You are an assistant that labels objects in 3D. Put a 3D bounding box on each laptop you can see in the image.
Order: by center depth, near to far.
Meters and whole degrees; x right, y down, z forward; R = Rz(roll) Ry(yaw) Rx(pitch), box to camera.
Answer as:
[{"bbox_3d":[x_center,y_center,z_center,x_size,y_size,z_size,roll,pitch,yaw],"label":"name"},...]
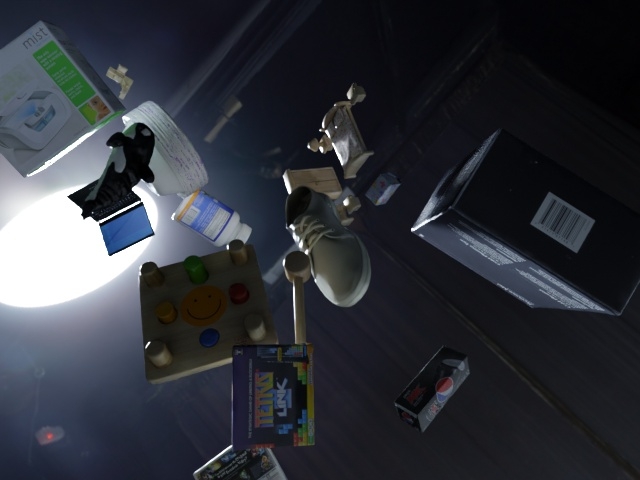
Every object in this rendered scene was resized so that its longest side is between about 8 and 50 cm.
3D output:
[{"bbox_3d":[-0.830,-0.100,1.875,0.234,0.136,0.264,-25,-46,10],"label":"laptop"}]

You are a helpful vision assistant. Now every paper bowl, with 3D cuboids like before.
[{"bbox_3d":[-0.466,-0.243,1.367,0.148,0.284,0.284,-41,-18,-18],"label":"paper bowl"}]

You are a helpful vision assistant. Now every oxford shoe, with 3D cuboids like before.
[{"bbox_3d":[0.000,0.000,1.216,0.130,0.449,0.169,28,-67,-34],"label":"oxford shoe"}]

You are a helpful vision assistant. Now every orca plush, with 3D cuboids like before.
[{"bbox_3d":[-0.442,-0.161,1.099,0.287,0.102,0.151,-73,-2,-47],"label":"orca plush"}]

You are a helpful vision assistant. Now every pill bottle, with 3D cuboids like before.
[{"bbox_3d":[-0.402,-0.073,1.785,0.152,0.272,0.152,-49,19,23],"label":"pill bottle"}]

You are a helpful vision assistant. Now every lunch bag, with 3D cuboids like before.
[{"bbox_3d":[0.160,-0.130,1.187,0.083,0.053,0.071,-14,-34,-54],"label":"lunch bag"}]

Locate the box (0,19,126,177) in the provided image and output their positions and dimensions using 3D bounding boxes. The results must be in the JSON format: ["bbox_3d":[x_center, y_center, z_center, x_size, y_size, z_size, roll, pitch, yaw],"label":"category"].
[{"bbox_3d":[-0.633,-0.318,1.076,0.262,0.231,0.127,-34,21,2],"label":"box"}]

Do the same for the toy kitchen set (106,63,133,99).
[{"bbox_3d":[-0.691,-0.548,1.617,0.068,0.083,0.075,-28,42,47],"label":"toy kitchen set"}]

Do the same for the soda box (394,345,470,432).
[{"bbox_3d":[0.219,0.283,0.916,0.169,0.060,0.053,-38,-55,-29],"label":"soda box"}]

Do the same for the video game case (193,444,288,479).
[{"bbox_3d":[-0.177,0.561,1.087,0.190,0.173,0.022,-37,-20,3],"label":"video game case"}]

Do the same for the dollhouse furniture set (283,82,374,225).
[{"bbox_3d":[0.034,-0.239,1.440,0.174,0.303,0.355,-10,-22,-27],"label":"dollhouse furniture set"}]

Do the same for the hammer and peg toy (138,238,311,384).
[{"bbox_3d":[-0.179,0.128,0.960,0.361,0.266,0.127,-14,-36,-7],"label":"hammer and peg toy"}]

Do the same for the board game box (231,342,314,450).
[{"bbox_3d":[-0.083,0.267,0.822,0.141,0.170,0.048,0,-8,-12],"label":"board game box"}]

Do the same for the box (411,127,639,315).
[{"bbox_3d":[0.400,-0.021,0.953,0.179,0.343,0.312,-57,-1,-7],"label":"box"}]
